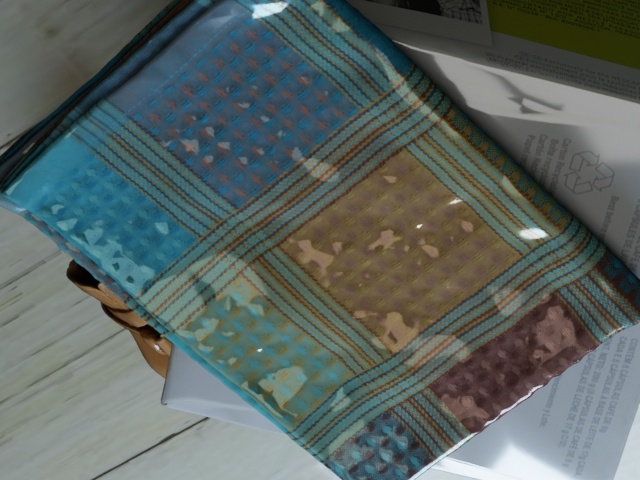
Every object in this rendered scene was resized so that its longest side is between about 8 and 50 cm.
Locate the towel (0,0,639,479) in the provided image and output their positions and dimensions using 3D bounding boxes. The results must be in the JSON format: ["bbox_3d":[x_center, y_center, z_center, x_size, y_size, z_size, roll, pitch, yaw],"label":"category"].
[{"bbox_3d":[0.000,0.000,1.265,0.370,0.040,0.271,41,118,-18],"label":"towel"}]

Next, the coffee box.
[{"bbox_3d":[0.091,-0.062,1.437,0.338,0.334,0.338,13,122,-1],"label":"coffee box"}]

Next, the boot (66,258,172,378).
[{"bbox_3d":[-0.067,0.057,1.614,0.220,0.109,0.283,42,151,-26],"label":"boot"}]
